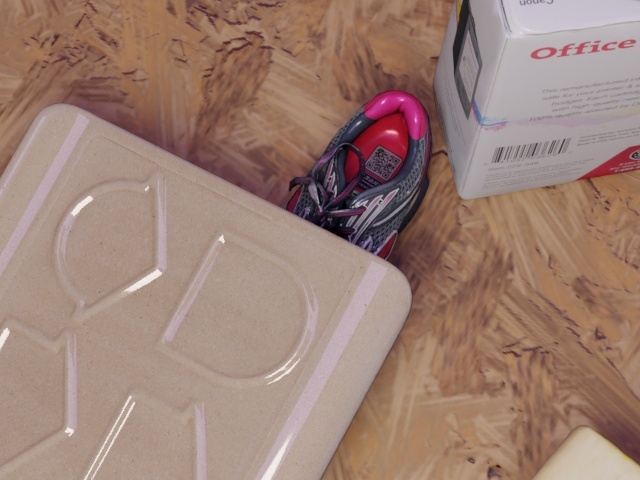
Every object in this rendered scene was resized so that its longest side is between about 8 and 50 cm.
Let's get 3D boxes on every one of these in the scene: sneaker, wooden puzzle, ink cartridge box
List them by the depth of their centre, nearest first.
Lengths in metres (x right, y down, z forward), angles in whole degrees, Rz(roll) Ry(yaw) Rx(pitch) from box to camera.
[{"bbox_3d":[-0.142,0.100,1.455,0.347,0.080,0.322,27,84,15],"label":"wooden puzzle"},{"bbox_3d":[0.227,-0.164,1.511,0.226,0.306,0.131,-8,67,-8],"label":"ink cartridge box"},{"bbox_3d":[0.000,0.000,1.533,0.120,0.112,0.299,24,68,6],"label":"sneaker"}]

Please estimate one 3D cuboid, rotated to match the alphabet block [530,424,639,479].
[{"bbox_3d":[0.196,0.290,1.373,0.192,0.193,0.197,39,70,11],"label":"alphabet block"}]
